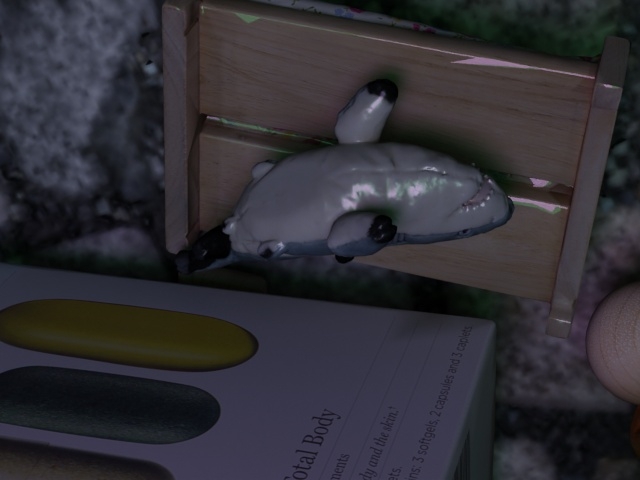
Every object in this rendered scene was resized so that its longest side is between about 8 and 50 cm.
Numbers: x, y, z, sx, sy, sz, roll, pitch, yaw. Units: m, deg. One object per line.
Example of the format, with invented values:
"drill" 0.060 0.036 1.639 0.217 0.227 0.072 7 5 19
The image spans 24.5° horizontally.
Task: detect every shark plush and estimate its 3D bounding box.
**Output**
"shark plush" 0.000 0.000 0.637 0.161 0.073 0.067 -29 144 29

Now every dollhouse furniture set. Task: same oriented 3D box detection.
"dollhouse furniture set" 0.099 -0.091 0.679 0.303 0.174 0.356 13 130 9

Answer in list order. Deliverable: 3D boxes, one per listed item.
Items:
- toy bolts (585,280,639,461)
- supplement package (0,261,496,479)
"toy bolts" 0.153 0.144 0.664 0.158 0.228 0.218 35 113 -4
"supplement package" -0.068 0.151 0.665 0.262 0.199 0.198 6 119 15
